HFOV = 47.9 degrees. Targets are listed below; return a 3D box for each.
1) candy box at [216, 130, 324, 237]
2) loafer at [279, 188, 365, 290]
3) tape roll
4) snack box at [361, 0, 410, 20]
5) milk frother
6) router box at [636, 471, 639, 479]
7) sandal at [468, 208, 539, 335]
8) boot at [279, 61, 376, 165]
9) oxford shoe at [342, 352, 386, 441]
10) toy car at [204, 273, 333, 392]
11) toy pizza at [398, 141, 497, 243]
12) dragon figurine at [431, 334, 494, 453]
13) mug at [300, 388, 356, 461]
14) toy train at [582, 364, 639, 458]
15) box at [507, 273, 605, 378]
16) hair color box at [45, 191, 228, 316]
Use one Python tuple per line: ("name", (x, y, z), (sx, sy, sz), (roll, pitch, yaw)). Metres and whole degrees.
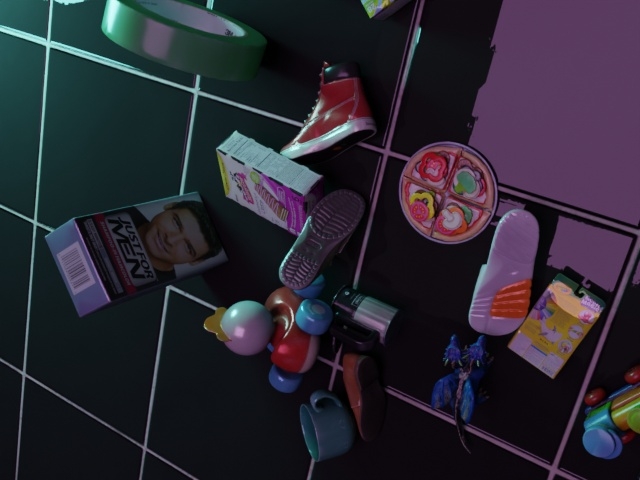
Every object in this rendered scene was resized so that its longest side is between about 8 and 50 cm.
("candy box", (-0.103, -0.114, 1.526), (0.234, 0.071, 0.159), (30, 150, 23))
("loafer", (0.000, 0.000, 1.477), (0.094, 0.087, 0.251), (37, 73, 9))
("tape roll", (-0.270, -0.417, 1.451), (0.321, 0.321, 0.077), (30, 114, 22))
("snack box", (0.145, -0.538, 1.325), (0.207, 0.070, 0.174), (-29, 86, 33))
("milk frother", (0.089, 0.188, 1.523), (0.135, 0.129, 0.143), (24, 155, 25))
("router box", (0.631, 0.436, 1.280), (0.123, 0.038, 0.092), (20, 111, 26))
("sandal", (0.349, 0.056, 1.337), (0.102, 0.076, 0.265), (14, 117, 9))
("boot", (-0.001, -0.262, 1.478), (0.244, 0.088, 0.176), (-23, 76, 39))
("oxford shoe", (0.090, 0.335, 1.562), (0.076, 0.076, 0.212), (14, 118, 49))
("toy car", (-0.126, 0.173, 1.520), (0.238, 0.210, 0.219), (13, 125, -18))
("toy pizza", (0.241, -0.090, 1.394), (0.201, 0.032, 0.201), (7, 105, 29))
("dragon figurine", (0.270, 0.296, 1.399), (0.085, 0.144, 0.289), (19, 110, 26))
("mug", (0.023, 0.403, 1.574), (0.157, 0.098, 0.129), (108, 146, -58))
("toy train", (0.560, 0.277, 1.223), (0.248, 0.143, 0.105), (-42, 80, 31))
("box", (0.437, 0.154, 1.329), (0.105, 0.043, 0.179), (36, 119, 19))
("hair color box", (-0.390, 0.020, 1.590), (0.114, 0.374, 0.185), (-25, 88, 33))
